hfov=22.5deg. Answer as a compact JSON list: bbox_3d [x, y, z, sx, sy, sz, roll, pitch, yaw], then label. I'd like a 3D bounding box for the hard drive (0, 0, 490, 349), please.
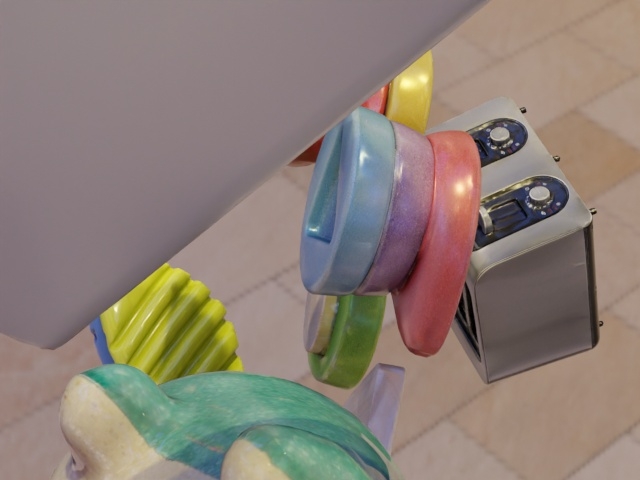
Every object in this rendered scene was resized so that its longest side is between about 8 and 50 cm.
[{"bbox_3d":[-0.028,-0.100,0.408,0.307,0.203,0.040,-38,53,16],"label":"hard drive"}]

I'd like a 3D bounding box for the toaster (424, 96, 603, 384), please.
[{"bbox_3d":[0.147,0.005,1.302,0.110,0.185,0.168,-20,47,-6],"label":"toaster"}]

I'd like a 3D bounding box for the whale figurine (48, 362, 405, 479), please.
[{"bbox_3d":[-0.011,0.120,0.668,0.216,0.272,0.141,46,66,1],"label":"whale figurine"}]

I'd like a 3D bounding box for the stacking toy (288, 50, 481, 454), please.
[{"bbox_3d":[0.000,0.000,1.184,0.130,0.279,0.309,11,21,-13],"label":"stacking toy"}]

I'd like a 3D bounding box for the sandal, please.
[{"bbox_3d":[-0.115,0.155,1.448,0.126,0.317,0.138,-40,18,-30],"label":"sandal"}]
